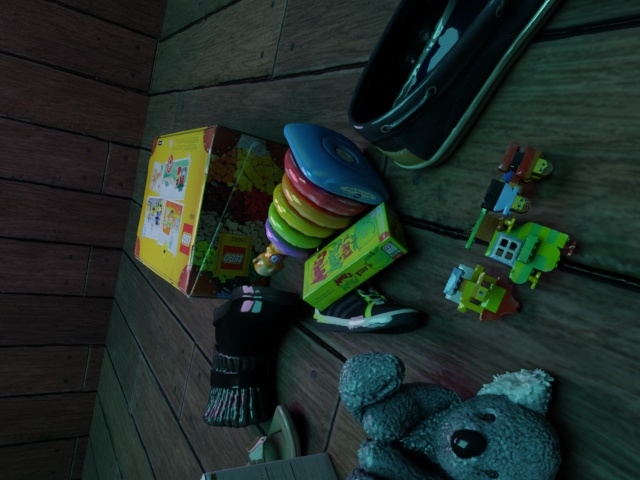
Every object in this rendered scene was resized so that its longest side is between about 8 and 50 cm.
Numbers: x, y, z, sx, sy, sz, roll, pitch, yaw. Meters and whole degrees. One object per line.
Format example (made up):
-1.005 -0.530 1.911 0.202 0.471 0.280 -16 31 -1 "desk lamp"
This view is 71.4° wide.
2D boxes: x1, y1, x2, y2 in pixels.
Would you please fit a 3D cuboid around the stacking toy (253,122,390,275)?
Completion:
-0.038 -0.036 0.787 0.301 0.175 0.165 -52 43 30 "stacking toy"

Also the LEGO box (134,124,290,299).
-0.311 -0.082 1.174 0.500 0.193 0.371 14 95 54 "LEGO box"

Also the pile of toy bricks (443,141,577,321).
0.228 -0.001 0.503 0.105 0.118 0.212 24 95 21 "pile of toy bricks"

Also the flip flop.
-0.118 0.444 0.896 0.277 0.080 0.112 -60 41 28 "flip flop"

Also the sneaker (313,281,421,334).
0.058 0.100 0.718 0.235 0.084 0.097 -13 71 52 "sneaker"

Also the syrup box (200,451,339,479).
-0.086 0.424 0.720 0.093 0.237 0.096 -58 42 29 "syrup box"

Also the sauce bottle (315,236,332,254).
0.000 0.000 0.856 0.042 0.042 0.128 -56 43 32 "sauce bottle"

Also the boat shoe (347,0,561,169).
0.190 -0.327 0.564 0.499 0.156 0.186 -62 38 23 "boat shoe"

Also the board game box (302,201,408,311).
0.050 0.028 0.715 0.181 0.043 0.092 -38 29 26 "board game box"

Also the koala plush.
0.159 0.230 0.506 0.222 0.203 0.196 -17 55 30 "koala plush"

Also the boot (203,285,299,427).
-0.145 0.249 0.924 0.348 0.131 0.259 140 135 -57 "boot"

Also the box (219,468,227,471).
-0.170 0.589 0.839 0.163 0.142 0.247 -25 80 50 "box"
